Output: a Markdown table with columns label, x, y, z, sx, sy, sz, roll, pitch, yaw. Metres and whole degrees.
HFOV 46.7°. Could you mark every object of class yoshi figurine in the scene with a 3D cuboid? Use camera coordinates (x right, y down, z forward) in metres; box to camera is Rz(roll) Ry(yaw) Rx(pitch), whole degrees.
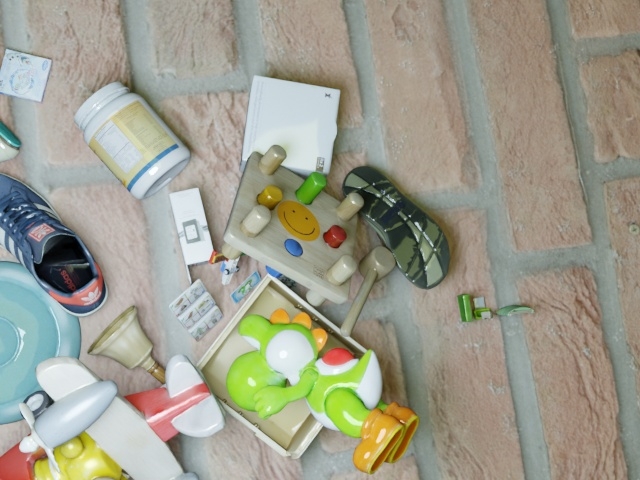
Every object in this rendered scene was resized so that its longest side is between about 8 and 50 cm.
| label | x | y | z | sx | sy | sz | roll | pitch | yaw |
| --- | --- | --- | --- | --- | --- | --- | --- | --- | --- |
| yoshi figurine | -0.025 | 0.280 | 1.309 | 0.362 | 0.204 | 0.203 | 33 | 50 | 25 |

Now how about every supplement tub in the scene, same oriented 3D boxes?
| label | x | y | z | sx | sy | sz | roll | pitch | yaw |
| --- | --- | --- | --- | --- | --- | --- | --- | --- | --- |
| supplement tub | -0.369 | -0.196 | 1.456 | 0.144 | 0.144 | 0.200 | -42 | 91 | -11 |

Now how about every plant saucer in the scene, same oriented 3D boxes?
| label | x | y | z | sx | sy | sz | roll | pitch | yaw |
| --- | --- | --- | --- | --- | --- | --- | --- | --- | --- |
| plant saucer | -0.626 | 0.196 | 1.423 | 0.317 | 0.043 | 0.318 | 1 | 84 | -10 |

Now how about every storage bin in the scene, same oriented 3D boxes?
| label | x | y | z | sx | sy | sz | roll | pitch | yaw |
| --- | --- | --- | --- | --- | --- | --- | --- | --- | --- |
| storage bin | -0.085 | 0.250 | 1.466 | 0.262 | 0.123 | 0.260 | 39 | 79 | -4 |

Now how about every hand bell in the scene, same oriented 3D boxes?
| label | x | y | z | sx | sy | sz | roll | pitch | yaw |
| --- | --- | --- | --- | --- | --- | --- | --- | --- | --- |
| hand bell | -0.323 | 0.255 | 1.452 | 0.126 | 0.126 | 0.242 | -46 | 105 | -11 |

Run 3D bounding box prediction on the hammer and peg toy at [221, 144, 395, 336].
| label | x | y | z | sx | sy | sz | roll | pitch | yaw |
| --- | --- | --- | --- | --- | --- | --- | --- | --- | --- |
| hammer and peg toy | 0.000 | 0.000 | 1.386 | 0.361 | 0.127 | 0.266 | 31 | 38 | -17 |

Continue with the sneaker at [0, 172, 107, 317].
| label | x | y | z | sx | sy | sz | roll | pitch | yaw |
| --- | --- | --- | --- | --- | --- | --- | --- | --- | --- |
| sneaker | -0.531 | -0.012 | 1.391 | 0.350 | 0.148 | 0.131 | 44 | 67 | 1 |

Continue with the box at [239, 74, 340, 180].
| label | x | y | z | sx | sy | sz | roll | pitch | yaw |
| --- | --- | --- | --- | --- | --- | --- | --- | --- | --- |
| box | -0.065 | -0.224 | 1.523 | 0.181 | 0.119 | 0.181 | 9 | 82 | -9 |

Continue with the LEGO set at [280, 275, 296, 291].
| label | x | y | z | sx | sy | sz | roll | pitch | yaw |
| --- | --- | --- | --- | --- | --- | --- | --- | --- | --- |
| LEGO set | -0.069 | 0.073 | 1.538 | 0.054 | 0.023 | 0.083 | -37 | 91 | -11 |

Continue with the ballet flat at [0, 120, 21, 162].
| label | x | y | z | sx | sy | sz | roll | pitch | yaw |
| --- | --- | --- | --- | --- | --- | --- | --- | --- | --- |
| ballet flat | -0.691 | -0.251 | 1.446 | 0.086 | 0.086 | 0.248 | -38 | 92 | -11 |

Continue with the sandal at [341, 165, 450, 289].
| label | x | y | z | sx | sy | sz | roll | pitch | yaw |
| --- | --- | --- | --- | --- | --- | --- | --- | --- | --- |
| sandal | 0.163 | -0.032 | 1.564 | 0.120 | 0.086 | 0.303 | -35 | 76 | -6 |

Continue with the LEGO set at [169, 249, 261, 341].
| label | x | y | z | sx | sy | sz | roll | pitch | yaw |
| --- | --- | --- | --- | --- | --- | --- | --- | --- | --- |
| LEGO set | -0.192 | 0.070 | 1.456 | 0.060 | 0.182 | 0.244 | 39 | 74 | 25 |

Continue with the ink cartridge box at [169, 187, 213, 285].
| label | x | y | z | sx | sy | sz | roll | pitch | yaw |
| --- | --- | --- | --- | --- | --- | --- | --- | --- | --- |
| ink cartridge box | -0.252 | -0.005 | 1.475 | 0.060 | 0.104 | 0.180 | -13 | 87 | -12 |

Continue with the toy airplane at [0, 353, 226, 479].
| label | x | y | z | sx | sy | sz | roll | pitch | yaw |
| --- | --- | --- | --- | --- | --- | --- | --- | --- | --- |
| toy airplane | -0.342 | 0.367 | 1.285 | 0.386 | 0.384 | 0.272 | 18 | 37 | -23 |

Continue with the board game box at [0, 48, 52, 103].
| label | x | y | z | sx | sy | sz | roll | pitch | yaw |
| --- | --- | --- | --- | --- | --- | --- | --- | --- | --- |
| board game box | -0.597 | -0.331 | 1.495 | 0.090 | 0.020 | 0.090 | 13 | 82 | -7 |

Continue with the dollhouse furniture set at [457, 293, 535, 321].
| label | x | y | z | sx | sy | sz | roll | pitch | yaw |
| --- | --- | --- | --- | --- | --- | --- | --- | --- | --- |
| dollhouse furniture set | 0.370 | 0.135 | 1.579 | 0.151 | 0.076 | 0.059 | -6 | 86 | -9 |
